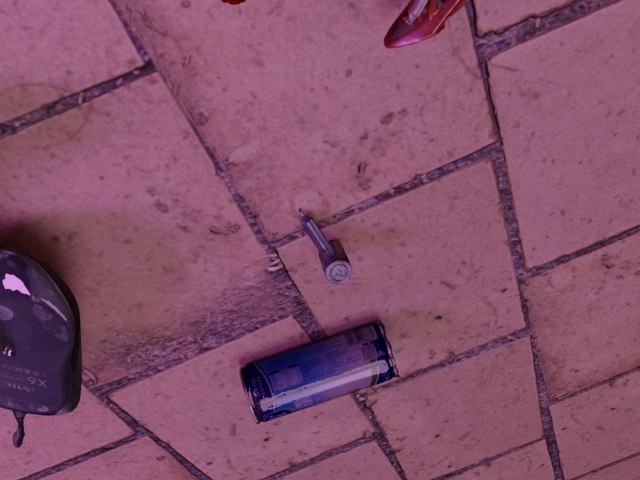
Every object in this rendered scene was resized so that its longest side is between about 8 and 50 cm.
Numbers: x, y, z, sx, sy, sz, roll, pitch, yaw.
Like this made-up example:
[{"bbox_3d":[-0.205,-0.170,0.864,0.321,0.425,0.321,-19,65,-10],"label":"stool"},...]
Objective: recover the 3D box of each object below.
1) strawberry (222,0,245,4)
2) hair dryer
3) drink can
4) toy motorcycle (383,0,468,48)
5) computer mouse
[{"bbox_3d":[-0.086,-0.250,0.759,0.073,0.083,0.073,-20,146,-14],"label":"strawberry"},{"bbox_3d":[0.000,0.000,1.120,0.037,0.063,0.114,-31,118,5],"label":"hair dryer"},{"bbox_3d":[-0.001,0.206,1.320,0.235,0.097,0.097,-19,141,-3],"label":"drink can"},{"bbox_3d":[0.178,-0.299,0.804,0.298,0.089,0.171,-24,142,6],"label":"toy motorcycle"},{"bbox_3d":[-0.378,0.137,1.065,0.167,0.090,0.379,16,131,-3],"label":"computer mouse"}]
